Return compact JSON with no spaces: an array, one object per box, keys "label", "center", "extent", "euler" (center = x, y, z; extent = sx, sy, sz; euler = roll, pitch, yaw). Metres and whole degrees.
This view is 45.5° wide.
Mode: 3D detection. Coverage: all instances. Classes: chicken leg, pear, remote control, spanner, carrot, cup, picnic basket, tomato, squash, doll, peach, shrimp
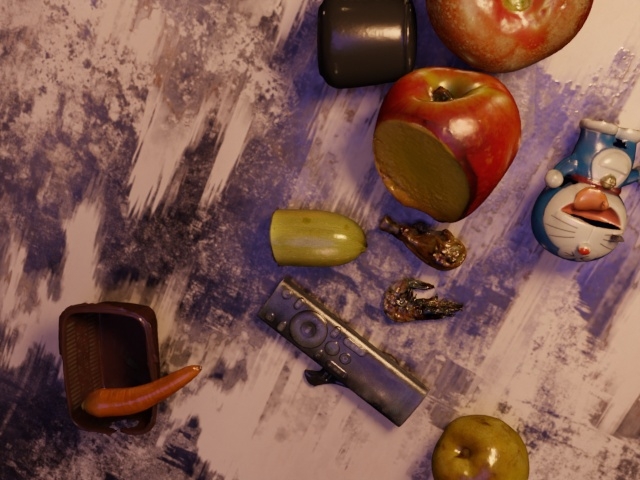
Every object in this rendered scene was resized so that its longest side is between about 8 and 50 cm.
[{"label":"chicken leg","center":[0.197,-0.003,1.476],"extent":[0.178,0.070,0.093],"euler":[27,134,18]},{"label":"pear","center":[0.313,0.437,1.497],"extent":[0.199,0.200,0.200],"euler":[3,105,12]},{"label":"remote control","center":[0.044,0.230,1.574],"extent":[0.377,0.044,0.107],"euler":[38,99,3]},{"label":"spanner","center":[0.065,0.307,1.612],"extent":[0.208,0.012,0.046],"euler":[14,107,8]},{"label":"carrot","center":[-0.363,0.316,1.565],"extent":[0.271,0.066,0.062],"euler":[-13,146,8]},{"label":"cup","center":[0.083,-0.380,1.347],"extent":[0.176,0.169,0.223],"euler":[2,109,7]},{"label":"picnic basket","center":[-0.435,0.260,1.655],"extent":[0.222,0.129,0.297],"euler":[3,106,11]},{"label":"tomato","center":[0.306,-0.420,1.259],"extent":[0.270,0.223,0.270],"euler":[-1,120,-1]},{"label":"squash","center":[0.000,0.000,1.493],"extent":[0.186,0.123,0.123],"euler":[4,105,13]},{"label":"doll","center":[0.479,-0.085,1.340],"extent":[0.215,0.161,0.257],"euler":[11,105,-16]},{"label":"peach","center":[0.227,-0.161,1.338],"extent":[0.245,0.249,0.275],"euler":[-17,140,-15]},{"label":"shrimp","center":[0.202,0.121,1.519],"extent":[0.160,0.034,0.091],"euler":[-2,103,14]}]
